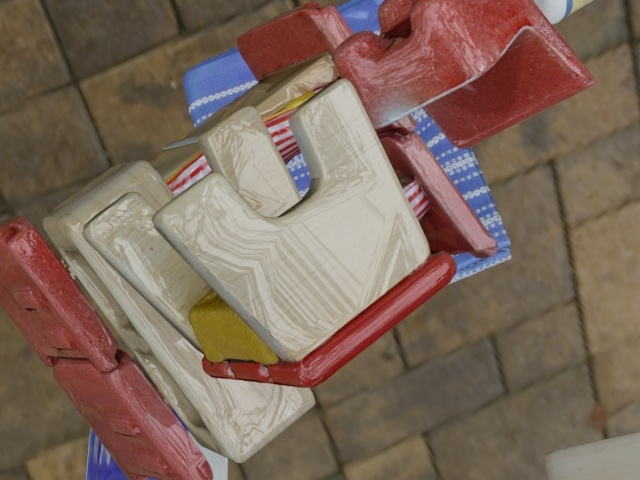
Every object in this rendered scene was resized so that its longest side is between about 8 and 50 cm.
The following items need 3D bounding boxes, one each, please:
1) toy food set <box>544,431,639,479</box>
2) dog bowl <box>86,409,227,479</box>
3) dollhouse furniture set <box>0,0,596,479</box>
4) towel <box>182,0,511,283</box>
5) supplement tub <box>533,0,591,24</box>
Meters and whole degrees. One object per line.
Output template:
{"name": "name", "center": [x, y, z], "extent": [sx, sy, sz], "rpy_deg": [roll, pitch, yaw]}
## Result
{"name": "toy food set", "center": [0.223, 0.160, 0.603], "extent": [0.092, 0.220, 0.306], "rpy_deg": [0, 165, -42]}
{"name": "dog bowl", "center": [-0.126, 0.243, 1.336], "extent": [0.104, 0.265, 0.265], "rpy_deg": [1, 128, -3]}
{"name": "dollhouse furniture set", "center": [0.000, 0.000, 0.707], "extent": [0.201, 0.374, 0.152], "rpy_deg": [-39, 102, -19]}
{"name": "towel", "center": [0.016, -0.080, 1.577], "extent": [0.243, 0.336, 0.040], "rpy_deg": [-21, 146, 2]}
{"name": "supplement tub", "center": [0.313, -0.364, 2.036], "extent": [0.199, 0.144, 0.144], "rpy_deg": [-32, 134, -14]}
